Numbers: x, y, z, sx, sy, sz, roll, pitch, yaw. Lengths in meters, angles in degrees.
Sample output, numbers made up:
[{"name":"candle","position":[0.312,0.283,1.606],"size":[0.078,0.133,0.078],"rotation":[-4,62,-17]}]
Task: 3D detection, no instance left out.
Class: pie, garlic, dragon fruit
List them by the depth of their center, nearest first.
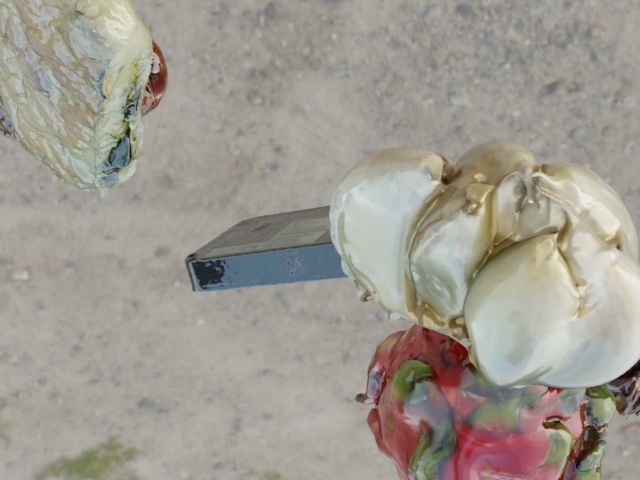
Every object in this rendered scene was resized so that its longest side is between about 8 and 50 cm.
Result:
[{"name":"pie","position":[-0.195,-0.134,0.748],"size":[0.052,0.185,0.218],"rotation":[-45,169,-31]},{"name":"garlic","position":[0.159,0.000,0.913],"size":[0.184,0.281,0.203],"rotation":[-33,148,-28]},{"name":"dragon fruit","position":[0.173,0.177,1.110],"size":[0.236,0.231,0.303],"rotation":[-15,119,-11]}]

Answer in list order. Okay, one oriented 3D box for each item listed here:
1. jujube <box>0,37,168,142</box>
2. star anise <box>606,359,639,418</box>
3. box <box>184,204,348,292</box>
[{"name":"jujube","position":[-0.372,-0.233,1.625],"size":[0.290,0.197,0.197],"rotation":[-7,145,22]},{"name":"star anise","position":[0.386,0.125,1.410],"size":[0.220,0.190,0.126],"rotation":[39,108,3]},{"name":"box","position":[0.000,0.000,1.512],"size":[0.350,0.211,0.058],"rotation":[-8,106,25]}]
